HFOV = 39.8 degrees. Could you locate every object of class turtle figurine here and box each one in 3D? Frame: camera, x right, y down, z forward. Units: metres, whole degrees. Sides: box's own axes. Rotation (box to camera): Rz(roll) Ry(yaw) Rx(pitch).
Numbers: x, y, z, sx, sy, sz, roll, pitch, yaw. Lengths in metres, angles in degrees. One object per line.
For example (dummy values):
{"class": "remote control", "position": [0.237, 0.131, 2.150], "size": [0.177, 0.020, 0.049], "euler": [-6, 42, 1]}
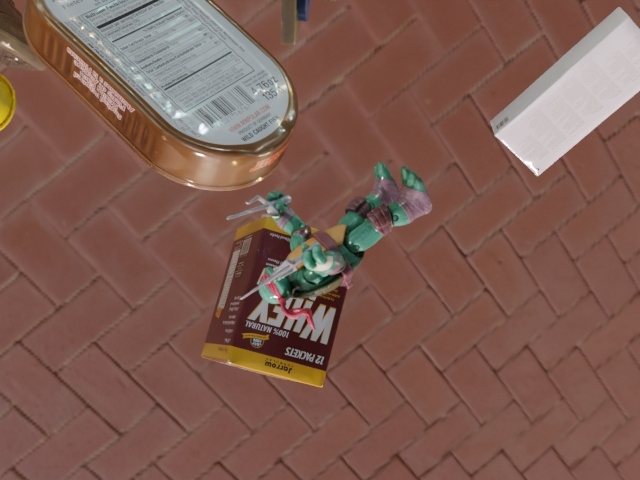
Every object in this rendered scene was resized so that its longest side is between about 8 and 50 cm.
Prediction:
{"class": "turtle figurine", "position": [0.000, 0.000, 0.964], "size": [0.234, 0.175, 0.118], "euler": [-32, 126, -14]}

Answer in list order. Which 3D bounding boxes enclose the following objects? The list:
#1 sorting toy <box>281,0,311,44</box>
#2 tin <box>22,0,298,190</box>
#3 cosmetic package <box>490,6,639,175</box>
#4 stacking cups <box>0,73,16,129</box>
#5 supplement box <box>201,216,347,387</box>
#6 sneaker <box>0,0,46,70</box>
{"class": "sorting toy", "position": [-0.001, -0.262, 0.786], "size": [0.046, 0.274, 0.132], "euler": [5, 125, 4]}
{"class": "tin", "position": [-0.095, -0.110, 0.532], "size": [0.190, 0.106, 0.040], "euler": [43, 138, 9]}
{"class": "cosmetic package", "position": [0.367, -0.210, 1.265], "size": [0.099, 0.060, 0.239], "euler": [41, 113, -18]}
{"class": "stacking cups", "position": [-0.449, -0.203, 1.021], "size": [0.096, 0.316, 0.096], "euler": [0, 82, -1]}
{"class": "supplement box", "position": [-0.059, 0.084, 1.195], "size": [0.129, 0.191, 0.194], "euler": [17, 80, -15]}
{"class": "sneaker", "position": [-0.244, -0.177, 0.594], "size": [0.188, 0.066, 0.071], "euler": [32, 74, -63]}
